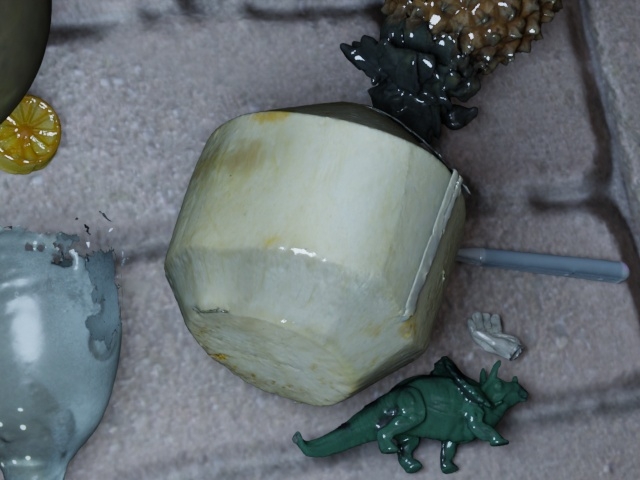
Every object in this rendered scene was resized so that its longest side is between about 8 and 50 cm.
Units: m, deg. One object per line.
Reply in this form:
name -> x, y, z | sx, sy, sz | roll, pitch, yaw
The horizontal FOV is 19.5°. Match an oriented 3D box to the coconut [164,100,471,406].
coconut -> 0.000, 0.000, 1.911 | 0.323, 0.323, 0.323 | 7, 72, -21

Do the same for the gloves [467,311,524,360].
gloves -> 0.199, 0.113, 2.094 | 0.081, 0.037, 0.044 | 49, 25, 14

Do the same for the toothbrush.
toothbrush -> 0.203, 0.018, 2.134 | 0.342, 0.025, 0.030 | 9, 69, -20

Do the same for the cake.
cake -> -0.313, -0.111, 1.943 | 0.084, 0.044, 0.084 | 6, 73, -20

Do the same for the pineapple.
pineapple -> 0.139, -0.246, 2.103 | 0.223, 0.223, 0.357 | 32, 76, -11

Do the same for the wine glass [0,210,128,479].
wine glass -> -0.280, 0.151, 1.802 | 0.190, 0.190, 0.357 | 3, 77, -22

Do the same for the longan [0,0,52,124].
longan -> -0.409, -0.230, 1.807 | 0.318, 0.319, 0.319 | 7, 72, -21

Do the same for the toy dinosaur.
toy dinosaur -> 0.104, 0.207, 2.007 | 0.292, 0.079, 0.120 | -25, 80, -30
